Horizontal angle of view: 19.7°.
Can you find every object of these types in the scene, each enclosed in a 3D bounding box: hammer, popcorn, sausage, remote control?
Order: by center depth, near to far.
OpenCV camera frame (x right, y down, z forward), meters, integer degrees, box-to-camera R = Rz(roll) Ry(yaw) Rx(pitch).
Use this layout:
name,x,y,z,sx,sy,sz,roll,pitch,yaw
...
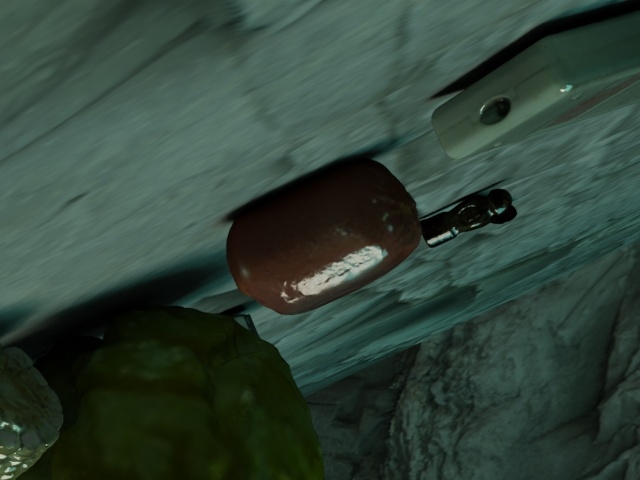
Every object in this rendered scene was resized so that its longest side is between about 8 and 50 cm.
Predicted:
name,x,y,z,sx,sy,sz,roll,pitch,yaw
remote control,0.140,-0.080,0.797,0.190,0.029,0.087,-19,172,-35
sausage,0.000,0.000,0.859,0.094,0.054,0.059,-26,173,18
popcorn,-0.089,0.139,1.014,0.184,0.204,0.221,10,-146,-4
hammer,0.113,-0.018,1.284,0.065,0.021,0.178,-24,176,13

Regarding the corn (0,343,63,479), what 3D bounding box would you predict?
name,x,y,z,sx,sy,sz,roll,pitch,yaw
corn,-0.193,0.102,0.930,0.087,0.087,0.211,-17,166,-43

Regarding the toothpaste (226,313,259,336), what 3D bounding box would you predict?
name,x,y,z,sx,sy,sz,roll,pitch,yaw
toothpaste,-0.192,0.149,1.299,0.336,0.081,0.067,-23,177,0
